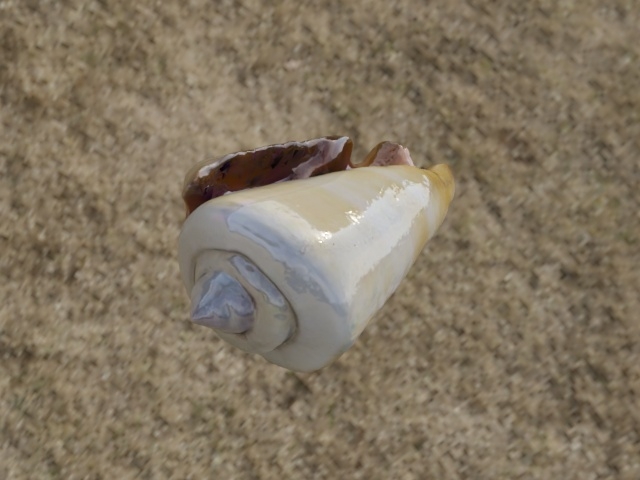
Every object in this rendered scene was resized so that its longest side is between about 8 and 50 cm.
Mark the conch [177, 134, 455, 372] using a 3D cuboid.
[{"bbox_3d":[-0.002,0.011,0.980,0.158,0.127,0.255,23,25,37],"label":"conch"}]
